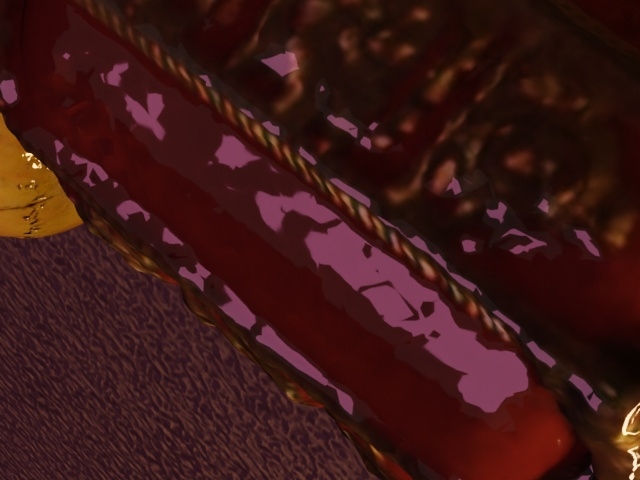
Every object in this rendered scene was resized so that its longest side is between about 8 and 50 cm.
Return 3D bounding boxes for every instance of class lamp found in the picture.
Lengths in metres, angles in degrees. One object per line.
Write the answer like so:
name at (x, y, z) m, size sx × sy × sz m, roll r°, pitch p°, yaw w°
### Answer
lamp at (0.031, -0.033, 0.513) m, size 0.274 × 0.177 × 0.177 m, roll 41°, pitch 155°, yaw 20°

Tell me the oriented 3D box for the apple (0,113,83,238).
apple at (-0.131, -0.074, 0.776) m, size 0.146 × 0.146 × 0.146 m, roll 39°, pitch 154°, yaw 23°
